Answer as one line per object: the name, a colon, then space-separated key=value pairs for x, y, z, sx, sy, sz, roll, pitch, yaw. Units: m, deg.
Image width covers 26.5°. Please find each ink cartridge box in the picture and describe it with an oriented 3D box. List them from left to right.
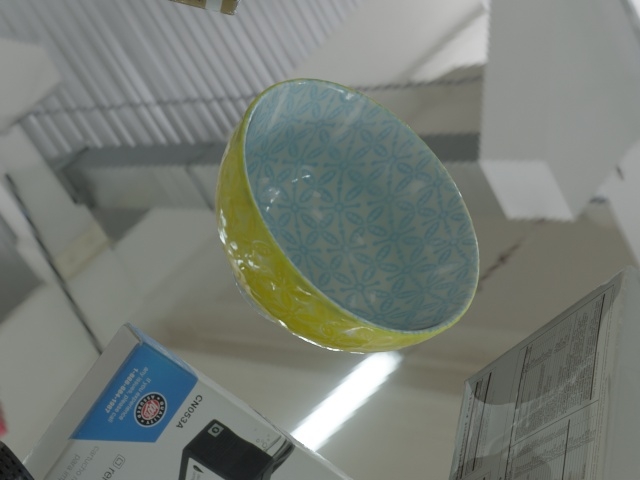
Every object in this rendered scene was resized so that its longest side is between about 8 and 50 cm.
ink cartridge box: x=-0.132 y=0.265 z=1.381 sx=0.223 sy=0.307 sz=0.129 roll=-55 pitch=-164 yaw=-6

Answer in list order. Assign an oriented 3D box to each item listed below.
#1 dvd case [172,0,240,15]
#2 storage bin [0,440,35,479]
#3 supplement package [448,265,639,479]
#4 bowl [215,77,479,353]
dvd case: x=-0.168 y=-0.230 z=1.094 sx=0.221 sy=0.018 sz=0.164 roll=13 pitch=-158 yaw=-3
storage bin: x=-0.268 y=0.262 z=1.183 sx=0.084 sy=0.180 sz=0.122 roll=-39 pitch=-159 yaw=-20
supplement package: x=0.226 y=0.176 z=0.960 sx=0.262 sy=0.199 sz=0.198 roll=130 pitch=-24 yaw=-60
bowl: x=0.000 y=0.000 z=1.348 sx=0.156 sy=0.289 sz=0.289 roll=-41 pitch=-165 yaw=41
